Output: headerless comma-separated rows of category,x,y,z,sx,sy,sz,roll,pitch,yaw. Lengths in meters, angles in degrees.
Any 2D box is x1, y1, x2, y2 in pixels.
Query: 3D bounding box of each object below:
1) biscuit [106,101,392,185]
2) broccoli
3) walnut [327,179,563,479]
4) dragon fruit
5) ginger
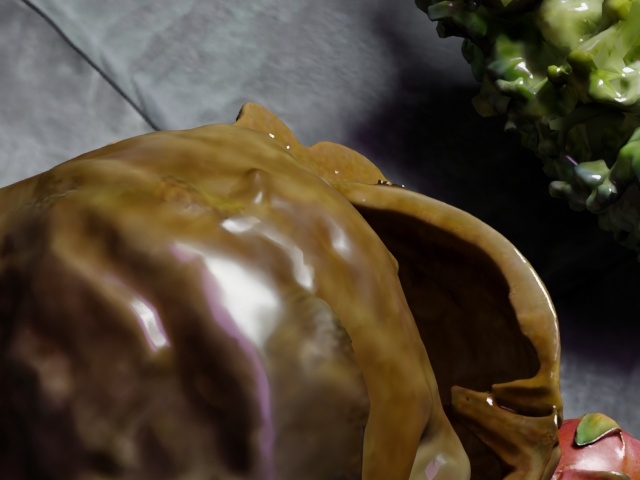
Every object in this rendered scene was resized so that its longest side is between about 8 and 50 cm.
biscuit,0.000,0.000,0.944,0.250,0.035,0.162,17,46,-14
broccoli,0.207,-0.127,1.056,0.324,0.272,0.334,16,12,36
walnut,0.019,0.062,0.824,0.211,0.087,0.167,24,81,20
dragon fruit,0.130,0.123,0.851,0.116,0.086,0.081,-13,50,-36
ginger,-0.086,0.076,0.689,0.200,0.269,0.223,59,15,8
